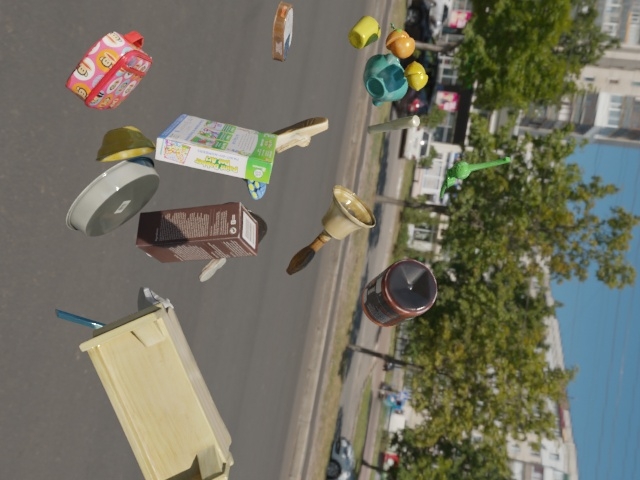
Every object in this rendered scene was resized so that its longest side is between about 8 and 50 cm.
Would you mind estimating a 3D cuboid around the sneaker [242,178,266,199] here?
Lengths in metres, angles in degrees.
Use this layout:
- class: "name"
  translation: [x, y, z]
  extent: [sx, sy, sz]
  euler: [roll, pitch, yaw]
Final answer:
- class: "sneaker"
  translation: [-0.239, -0.224, 1.850]
  extent: [0.078, 0.067, 0.188]
  euler: [113, -40, -61]

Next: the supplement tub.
- class: "supplement tub"
  translation: [0.141, 0.110, 1.019]
  extent: [0.198, 0.106, 0.106]
  euler: [124, -21, -68]

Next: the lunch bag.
- class: "lunch bag"
  translation: [-0.633, -0.532, 1.618]
  extent: [0.258, 0.120, 0.293]
  euler: [-47, -167, 7]

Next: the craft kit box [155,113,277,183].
- class: "craft kit box"
  translation: [-0.227, -0.218, 1.213]
  extent: [0.250, 0.246, 0.061]
  euler: [-93, -167, -65]

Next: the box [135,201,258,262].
- class: "box"
  translation: [-0.429, -0.022, 1.858]
  extent: [0.191, 0.381, 0.143]
  euler: [59, 27, -66]

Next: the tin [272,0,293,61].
- class: "tin"
  translation: [-0.108, -0.590, 1.496]
  extent: [0.190, 0.040, 0.106]
  euler: [105, 5, -72]

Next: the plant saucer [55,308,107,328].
- class: "plant saucer"
  translation: [-0.745, 0.260, 1.669]
  extent: [0.067, 0.192, 0.018]
  euler: [7, -106, 57]

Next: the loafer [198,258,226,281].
- class: "loafer"
  translation: [-0.400, 0.099, 1.911]
  extent: [0.125, 0.039, 0.045]
  euler: [-44, 154, -29]

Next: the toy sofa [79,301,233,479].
- class: "toy sofa"
  translation: [-0.312, 0.316, 1.037]
  extent: [0.177, 0.150, 0.363]
  euler: [-179, -114, -83]

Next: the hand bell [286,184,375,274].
- class: "hand bell"
  translation: [0.000, 0.000, 1.215]
  extent: [0.242, 0.126, 0.126]
  euler: [-45, -174, 24]

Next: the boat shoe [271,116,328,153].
- class: "boat shoe"
  translation: [-0.053, -0.273, 1.374]
  extent: [0.063, 0.170, 0.059]
  euler: [-76, 147, -54]

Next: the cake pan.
- class: "cake pan"
  translation: [-0.564, -0.114, 1.460]
  extent: [0.293, 0.054, 0.293]
  euler: [-44, 177, -2]

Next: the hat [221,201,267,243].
- class: "hat"
  translation: [-0.395, -0.085, 2.249]
  extent: [0.331, 0.331, 0.134]
  euler: [85, -2, -56]

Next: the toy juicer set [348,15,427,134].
- class: "toy juicer set"
  translation: [0.198, -0.415, 1.376]
  extent: [0.089, 0.209, 0.329]
  euler: [-46, 139, -29]

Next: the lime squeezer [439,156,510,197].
- class: "lime squeezer"
  translation: [0.436, -0.205, 1.646]
  extent: [0.310, 0.110, 0.059]
  euler: [-34, -111, 57]

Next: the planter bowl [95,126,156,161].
- class: "planter bowl"
  translation: [-0.692, -0.346, 1.849]
  extent: [0.217, 0.217, 0.090]
  euler: [-41, 119, -76]

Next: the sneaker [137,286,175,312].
- class: "sneaker"
  translation: [-0.616, 0.243, 1.960]
  extent: [0.258, 0.091, 0.094]
  euler: [28, -76, 54]
